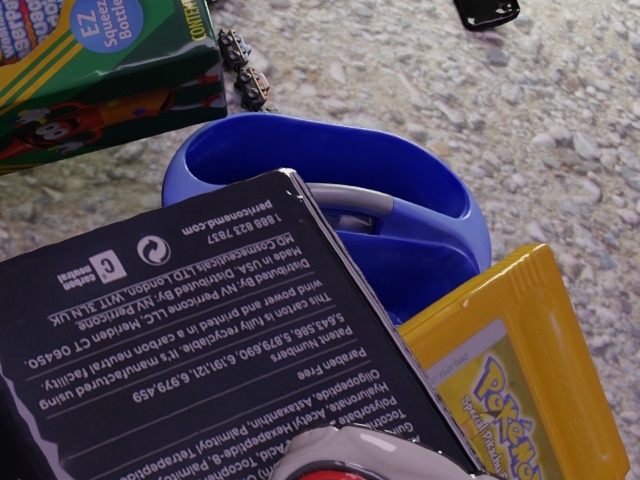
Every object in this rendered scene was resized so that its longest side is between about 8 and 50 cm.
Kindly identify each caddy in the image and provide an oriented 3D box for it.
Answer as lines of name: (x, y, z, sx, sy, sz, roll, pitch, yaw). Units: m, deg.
caddy: (0.000, 0.000, 1.587, 0.341, 0.179, 0.241, 7, 55, -19)

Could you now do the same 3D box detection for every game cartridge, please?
game cartridge: (0.154, 0.195, 1.517, 0.324, 0.053, 0.285, -31, 105, -34)

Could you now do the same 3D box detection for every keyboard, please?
keyboard: (0.201, -0.341, 2.004, 0.100, 0.038, 0.192, -13, 63, -4)

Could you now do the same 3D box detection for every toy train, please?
toy train: (-0.074, -0.170, 1.765, 0.036, 0.027, 0.158, -12, 64, -33)

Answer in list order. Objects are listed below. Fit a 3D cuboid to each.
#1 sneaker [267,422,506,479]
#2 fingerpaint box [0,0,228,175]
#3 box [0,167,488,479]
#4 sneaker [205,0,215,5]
sneaker: (0.092, 0.204, 0.944, 0.279, 0.107, 0.118, 20, 69, -8)
fingerpaint box: (-0.324, -0.294, 1.504, 0.371, 0.163, 0.444, -15, 72, -6)
box: (-0.091, 0.292, 1.154, 0.297, 0.480, 0.471, -21, 68, -35)
sneaker: (-0.167, -0.368, 1.798, 0.163, 0.086, 0.226, -40, 96, -36)
